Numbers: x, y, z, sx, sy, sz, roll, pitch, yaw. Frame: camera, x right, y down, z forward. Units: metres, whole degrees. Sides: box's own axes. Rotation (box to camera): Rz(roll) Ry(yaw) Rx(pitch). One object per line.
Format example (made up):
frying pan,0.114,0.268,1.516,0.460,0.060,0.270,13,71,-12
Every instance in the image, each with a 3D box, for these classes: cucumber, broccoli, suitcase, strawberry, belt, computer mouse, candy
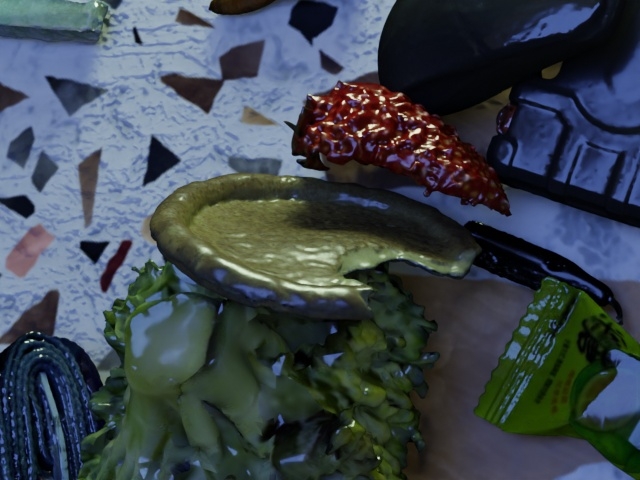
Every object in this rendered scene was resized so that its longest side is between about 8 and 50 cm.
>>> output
cucumber,0.195,0.025,1.477,0.163,0.039,0.043,21,64,25
broccoli,-0.068,0.147,1.448,0.334,0.272,0.324,5,98,25
suitcase,0.282,-0.157,1.474,0.206,0.066,0.286,19,85,23
strawberry,0.076,-0.085,1.495,0.208,0.167,0.087,15,91,3
belt,-0.263,0.202,1.565,0.128,0.122,0.218,-37,59,53
computer mouse,0.139,-0.199,1.478,0.269,0.086,0.138,-25,55,36
candy,0.262,0.136,1.411,0.246,0.069,0.149,27,93,19

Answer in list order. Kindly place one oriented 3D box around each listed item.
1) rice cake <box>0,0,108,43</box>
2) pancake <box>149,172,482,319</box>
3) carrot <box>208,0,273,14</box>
rice cake,-0.310,-0.228,1.730,0.210,0.034,0.043,8,72,23
pancake,0.000,0.000,1.411,0.288,0.286,0.033,4,109,-16
carrot,-0.036,-0.244,1.632,0.165,0.035,0.036,-11,74,20
